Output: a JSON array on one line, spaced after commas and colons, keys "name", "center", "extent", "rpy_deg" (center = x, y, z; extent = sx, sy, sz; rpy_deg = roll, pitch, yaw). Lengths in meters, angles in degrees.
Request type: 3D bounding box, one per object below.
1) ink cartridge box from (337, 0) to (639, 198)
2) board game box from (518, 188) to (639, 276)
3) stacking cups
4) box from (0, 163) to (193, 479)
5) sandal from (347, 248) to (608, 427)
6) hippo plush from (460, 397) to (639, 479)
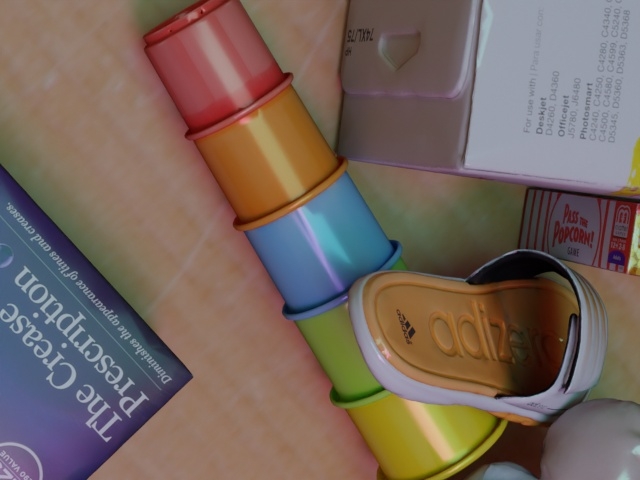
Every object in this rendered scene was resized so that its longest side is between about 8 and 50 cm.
[{"name": "ink cartridge box", "center": [0.173, -0.126, 0.996], "extent": [0.270, 0.198, 0.197], "rpy_deg": [5, 93, -20]}, {"name": "board game box", "center": [0.245, 0.004, 1.061], "extent": [0.193, 0.147, 0.045], "rpy_deg": [7, 93, -20]}, {"name": "stacking cups", "center": [0.000, 0.000, 1.000], "extent": [0.096, 0.096, 0.316], "rpy_deg": [-35, 106, -13]}, {"name": "box", "center": [-0.228, 0.039, 0.924], "extent": [0.184, 0.103, 0.261], "rpy_deg": [-44, 107, -8]}, {"name": "sandal", "center": [0.118, 0.054, 0.988], "extent": [0.265, 0.076, 0.102], "rpy_deg": [5, 64, -55]}, {"name": "hippo plush", "center": [0.199, 0.270, 0.995], "extent": [0.234, 0.236, 0.294], "rpy_deg": [-44, 127, 11]}]
